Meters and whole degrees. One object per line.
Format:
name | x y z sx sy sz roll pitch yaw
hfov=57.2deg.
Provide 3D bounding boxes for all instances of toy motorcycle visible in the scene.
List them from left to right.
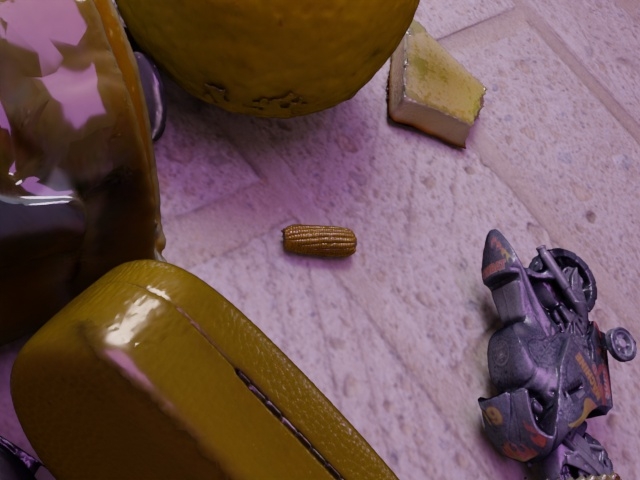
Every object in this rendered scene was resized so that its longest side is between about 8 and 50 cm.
toy motorcycle | 0.255 0.139 0.666 0.173 0.108 0.308 13 63 -19

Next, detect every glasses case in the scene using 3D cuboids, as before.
glasses case | -0.052 0.179 0.439 0.371 0.173 0.141 50 35 -11

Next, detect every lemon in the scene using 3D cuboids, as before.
lemon | -0.053 -0.322 0.635 0.349 0.387 0.350 11 40 -9

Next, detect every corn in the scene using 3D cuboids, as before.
corn | 0.000 0.000 0.674 0.092 0.037 0.037 5 60 -20

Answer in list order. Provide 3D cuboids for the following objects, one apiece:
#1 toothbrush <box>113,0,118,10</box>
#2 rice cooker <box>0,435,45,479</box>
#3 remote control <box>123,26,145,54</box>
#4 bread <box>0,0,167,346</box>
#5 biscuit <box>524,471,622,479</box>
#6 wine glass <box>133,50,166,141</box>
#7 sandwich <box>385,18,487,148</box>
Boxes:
toothbrush | -0.253 -0.321 0.754 0.014 0.017 0.162 17 57 -19
rice cooker | -0.267 0.191 0.386 0.203 0.118 0.142 32 53 -4
remote control | -0.300 -0.228 0.663 0.221 0.042 0.072 8 59 -22
bread | -0.277 -0.042 0.399 0.341 0.301 0.210 -15 28 -32
biscuit | 0.217 0.301 0.573 0.203 0.016 0.144 3 92 -22
wine glass | -0.262 -0.132 0.582 0.204 0.111 0.111 -17 70 -36
sandwich | 0.183 -0.237 0.887 0.162 0.058 0.193 17 54 -17
